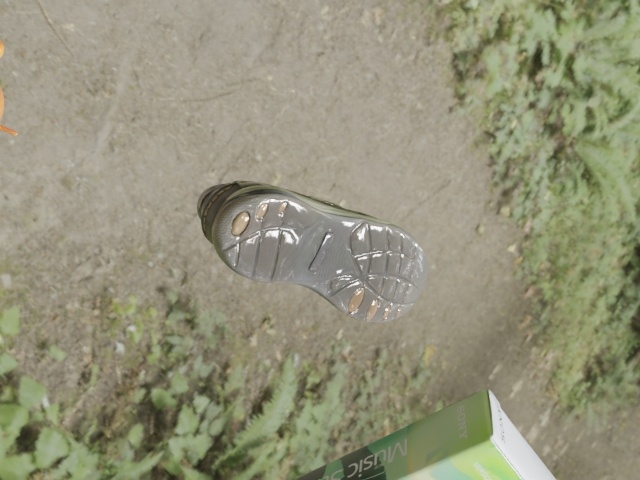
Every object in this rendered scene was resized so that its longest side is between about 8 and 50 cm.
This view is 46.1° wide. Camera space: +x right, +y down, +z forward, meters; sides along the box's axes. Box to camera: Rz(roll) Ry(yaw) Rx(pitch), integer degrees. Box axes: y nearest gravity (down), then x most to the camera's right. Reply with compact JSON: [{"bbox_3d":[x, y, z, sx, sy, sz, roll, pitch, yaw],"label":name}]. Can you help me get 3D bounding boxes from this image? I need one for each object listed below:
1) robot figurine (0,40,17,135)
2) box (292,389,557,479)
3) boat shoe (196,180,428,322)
[{"bbox_3d":[-0.426,-0.171,0.781,0.219,0.128,0.158,52,57,-21],"label":"robot figurine"},{"bbox_3d":[0.052,0.271,0.587,0.322,0.058,0.232,-32,111,20],"label":"box"},{"bbox_3d":[0.000,0.000,0.937,0.355,0.130,0.132,26,98,-43],"label":"boat shoe"}]
